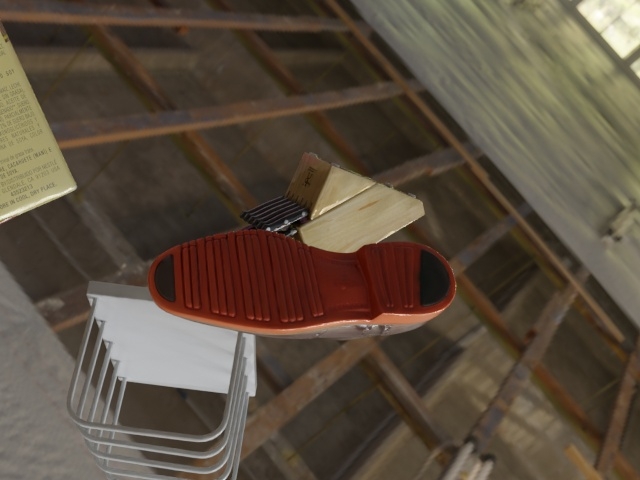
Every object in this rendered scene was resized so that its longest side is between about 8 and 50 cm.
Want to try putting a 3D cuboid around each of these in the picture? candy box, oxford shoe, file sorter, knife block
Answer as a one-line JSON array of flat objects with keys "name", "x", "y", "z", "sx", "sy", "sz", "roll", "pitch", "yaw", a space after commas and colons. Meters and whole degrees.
[{"name": "candy box", "x": -0.317, "y": -0.172, "z": 0.807, "sx": 0.316, "sy": 0.088, "sz": 0.183, "roll": 66, "pitch": 164, "yaw": -11}, {"name": "oxford shoe", "x": -0.020, "y": 0.056, "z": 0.838, "sx": 0.272, "sy": 0.098, "sz": 0.096, "roll": 5, "pitch": -120, "yaw": -17}, {"name": "file sorter", "x": -0.188, "y": 0.196, "z": 1.167, "sx": 0.193, "sy": 0.277, "sz": 0.173, "roll": 7, "pitch": -119, "yaw": 1}, {"name": "knife block", "x": 0.000, "y": 0.000, "z": 1.464, "sx": 0.276, "sy": 0.242, "sz": 0.088, "roll": 18, "pitch": -171, "yaw": -36}]
